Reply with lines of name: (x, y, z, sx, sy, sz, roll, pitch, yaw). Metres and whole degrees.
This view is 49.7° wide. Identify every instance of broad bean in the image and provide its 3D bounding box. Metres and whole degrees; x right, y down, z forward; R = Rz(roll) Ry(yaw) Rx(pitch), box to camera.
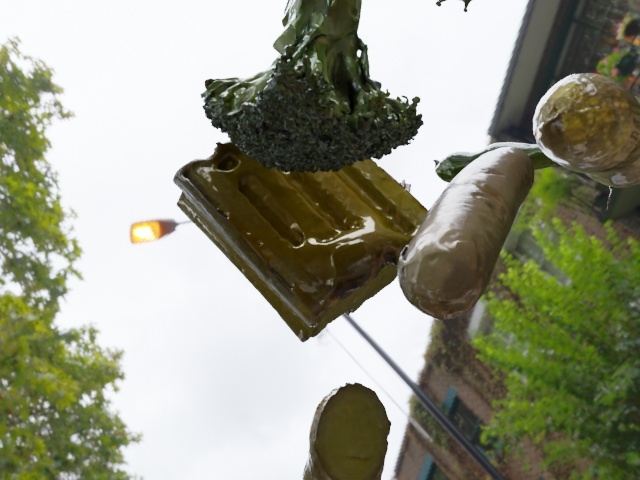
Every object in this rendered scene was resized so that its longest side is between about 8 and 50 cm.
broad bean: (0.329, -0.122, 1.155, 0.056, 0.318, 0.098, 48, -117, -46)

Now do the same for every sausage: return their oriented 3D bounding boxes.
sausage: (0.122, -0.021, 0.536, 0.065, 0.066, 0.301, -67, -12, 25)

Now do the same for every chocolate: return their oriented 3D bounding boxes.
chocolate: (0.384, -0.144, 0.922, 0.309, 0.134, 0.134, 8, -63, -47)

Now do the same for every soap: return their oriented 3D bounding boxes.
soap: (-0.021, -0.032, 0.950, 0.259, 0.281, 0.143, -32, -17, -34)

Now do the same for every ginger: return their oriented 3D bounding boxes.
ginger: (0.038, 0.361, 1.056, 0.127, 0.190, 0.353, -3, -59, -13)

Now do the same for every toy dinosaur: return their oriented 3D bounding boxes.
toy dinosaur: (0.225, -0.420, 1.167, 0.060, 0.120, 0.029, -49, -34, -24)

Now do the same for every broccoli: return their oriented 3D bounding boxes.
broccoli: (0.019, -0.249, 0.809, 0.221, 0.252, 0.361, 14, -71, -41)

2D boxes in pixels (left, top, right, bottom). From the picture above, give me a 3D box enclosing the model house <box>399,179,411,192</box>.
model house: (0.000, 0.000, 1.304, 0.326, 0.244, 0.169, 7, -49, 7)
